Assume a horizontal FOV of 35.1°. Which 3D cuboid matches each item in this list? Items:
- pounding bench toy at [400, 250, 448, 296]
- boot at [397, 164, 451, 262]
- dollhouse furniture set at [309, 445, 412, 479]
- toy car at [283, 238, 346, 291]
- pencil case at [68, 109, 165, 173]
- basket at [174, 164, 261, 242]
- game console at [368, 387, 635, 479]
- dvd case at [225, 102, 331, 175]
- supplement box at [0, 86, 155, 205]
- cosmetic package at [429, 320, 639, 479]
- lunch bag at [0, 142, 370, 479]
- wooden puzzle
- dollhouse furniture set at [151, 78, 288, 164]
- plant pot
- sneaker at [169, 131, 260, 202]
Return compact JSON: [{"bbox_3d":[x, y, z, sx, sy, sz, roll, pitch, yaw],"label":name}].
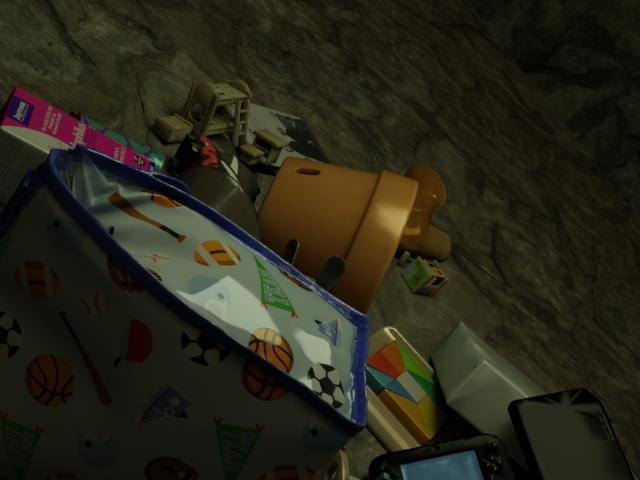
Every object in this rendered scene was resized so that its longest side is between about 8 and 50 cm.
[{"bbox_3d":[0.196,0.058,1.943,0.065,0.052,0.083,11,41,-46],"label":"pounding bench toy"},{"bbox_3d":[0.152,-0.091,2.043,0.211,0.104,0.295,25,34,-28],"label":"boot"},{"bbox_3d":[0.034,0.298,1.308,0.129,0.129,0.183,30,30,-24],"label":"dollhouse furniture set"},{"bbox_3d":[-0.023,0.097,1.395,0.155,0.188,0.149,19,14,31],"label":"toy car"},{"bbox_3d":[-0.314,-0.137,1.528,0.152,0.064,0.070,27,48,-30],"label":"pencil case"},{"bbox_3d":[-0.192,0.037,1.342,0.154,0.204,0.227,12,32,15],"label":"basket"},{"bbox_3d":[0.253,0.333,1.417,0.361,0.044,0.213,-10,51,-7],"label":"game console"},{"bbox_3d":[-0.082,-0.189,1.948,0.239,0.029,0.179,9,43,-46],"label":"dvd case"},{"bbox_3d":[-0.348,-0.090,1.369,0.220,0.114,0.111,28,32,-23],"label":"supplement box"},{"bbox_3d":[0.359,0.311,1.661,0.377,0.097,0.284,40,9,-4],"label":"cosmetic package"},{"bbox_3d":[-0.192,0.122,1.041,0.385,0.328,0.239,34,24,-15],"label":"lunch bag"},{"bbox_3d":[0.136,0.245,1.612,0.221,0.044,0.239,48,28,9],"label":"wooden puzzle"},{"bbox_3d":[-0.160,-0.202,1.735,0.161,0.101,0.182,33,24,19],"label":"dollhouse furniture set"},{"bbox_3d":[0.000,0.000,1.554,0.204,0.290,0.291,25,29,0],"label":"plant pot"},{"bbox_3d":[-0.151,-0.057,1.595,0.135,0.097,0.276,20,34,-33],"label":"sneaker"}]
